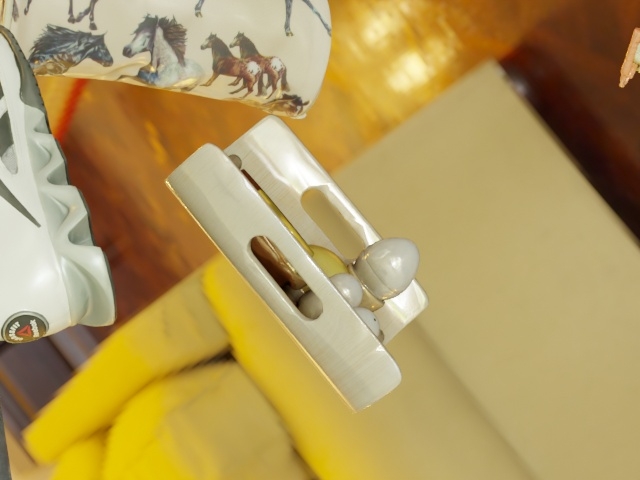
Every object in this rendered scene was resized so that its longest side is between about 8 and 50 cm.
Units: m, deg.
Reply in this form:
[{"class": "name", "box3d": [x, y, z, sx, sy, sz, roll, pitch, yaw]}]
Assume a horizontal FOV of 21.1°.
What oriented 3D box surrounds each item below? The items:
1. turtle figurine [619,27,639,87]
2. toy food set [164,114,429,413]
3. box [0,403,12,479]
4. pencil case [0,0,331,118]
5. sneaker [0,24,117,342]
[{"class": "turtle figurine", "box3d": [0.410, -0.182, 2.029, 0.087, 0.217, 0.269, -7, 129, 18]}, {"class": "toy food set", "box3d": [0.000, 0.000, 1.348, 0.220, 0.092, 0.306, 51, -171, -1]}, {"class": "box", "box3d": [-0.441, 0.255, 1.602, 0.097, 0.318, 0.395, -58, 33, 29]}, {"class": "pencil case", "box3d": [-0.177, -0.234, 1.891, 0.183, 0.410, 0.160, -66, 32, 30]}, {"class": "sneaker", "box3d": [-0.268, -0.051, 1.288, 0.330, 0.146, 0.122, -119, 18, -44]}]
